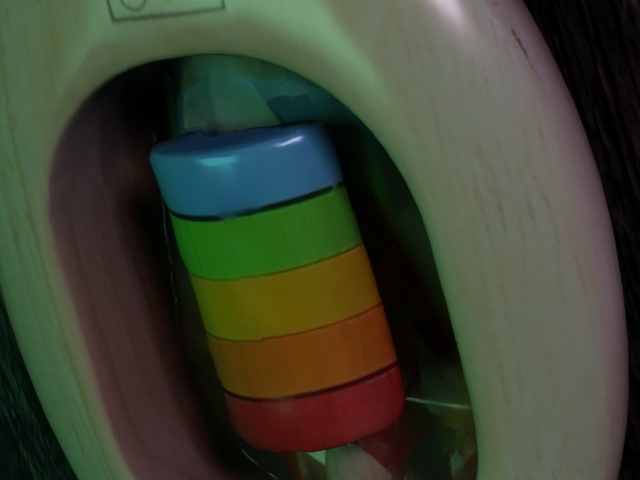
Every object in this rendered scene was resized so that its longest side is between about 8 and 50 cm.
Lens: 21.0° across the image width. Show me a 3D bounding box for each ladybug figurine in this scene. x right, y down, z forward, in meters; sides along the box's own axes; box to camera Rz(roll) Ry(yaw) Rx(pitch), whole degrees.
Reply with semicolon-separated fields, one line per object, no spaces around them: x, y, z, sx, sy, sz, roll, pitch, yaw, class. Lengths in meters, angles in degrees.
0.000;0.000;0.803;0.305;0.162;0.449;-2;111;27;ladybug figurine
